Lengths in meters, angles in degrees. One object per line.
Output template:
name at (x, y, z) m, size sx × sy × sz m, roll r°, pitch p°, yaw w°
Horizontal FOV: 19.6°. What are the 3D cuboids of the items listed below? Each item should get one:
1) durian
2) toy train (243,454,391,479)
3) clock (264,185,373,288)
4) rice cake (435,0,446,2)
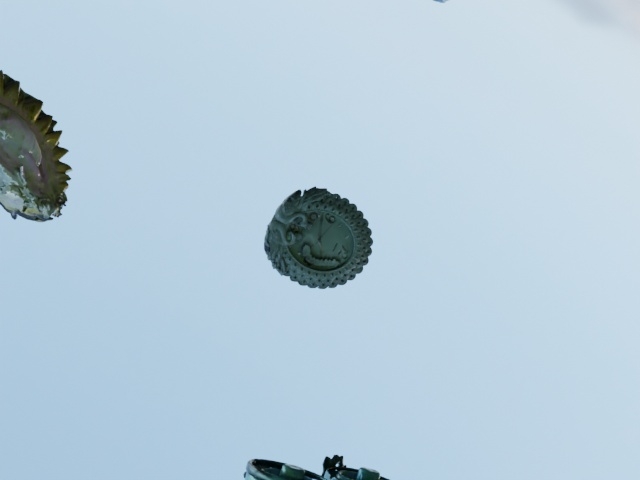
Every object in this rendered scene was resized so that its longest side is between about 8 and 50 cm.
durian at (-0.261, -0.099, 1.321) m, size 0.140 × 0.078 × 0.224 m, roll 25°, pitch 164°, yaw 43°
toy train at (0.026, 0.231, 1.335) m, size 0.163 × 0.112 × 0.203 m, roll 19°, pitch -174°, yaw 42°
clock at (0.000, 0.000, 1.378) m, size 0.083 × 0.074 × 0.010 m, roll 26°, pitch -174°, yaw -19°
rice cake at (0.005, -0.184, 1.108) m, size 0.180 × 0.042 × 0.030 m, roll 25°, pitch 161°, yaw 20°
